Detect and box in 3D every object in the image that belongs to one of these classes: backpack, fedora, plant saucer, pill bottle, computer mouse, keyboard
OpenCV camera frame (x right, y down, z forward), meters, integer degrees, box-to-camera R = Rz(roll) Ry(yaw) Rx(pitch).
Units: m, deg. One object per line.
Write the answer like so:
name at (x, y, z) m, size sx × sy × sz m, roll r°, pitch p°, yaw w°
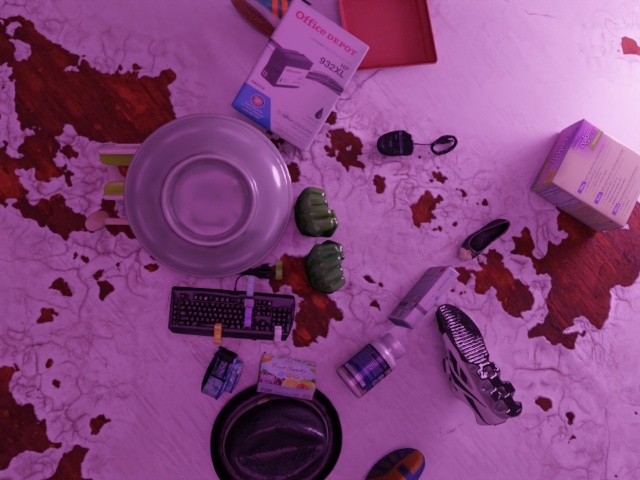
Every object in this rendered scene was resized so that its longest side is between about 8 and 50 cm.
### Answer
backpack at (-0.242, 0.334, 1.341) m, size 0.084 × 0.105 × 0.114 m, roll 27°, pitch 86°, yaw -3°
fedora at (-0.102, 0.500, 1.317) m, size 0.335 × 0.152 × 0.333 m, roll 1°, pitch 84°, yaw -8°
plant saucer at (-0.260, -0.097, 1.273) m, size 0.401 × 0.100 × 0.399 m, roll -1°, pitch 100°, yaw -8°
plant saucer at (0.183, -0.602, 1.534) m, size 0.259 × 0.048 × 0.258 m, roll -8°, pitch 84°, yaw -8°
pill bottle at (0.133, 0.318, 1.399) m, size 0.169 × 0.094 × 0.094 m, roll -38°, pitch 90°, yaw -10°
computer mouse at (0.269, -0.269, 1.517) m, size 0.242 × 0.041 × 0.071 m, roll -2°, pitch 93°, yaw -15°
keyboard at (-0.223, 0.151, 1.402) m, size 0.318 × 0.033 × 0.201 m, roll 5°, pitch 83°, yaw -8°

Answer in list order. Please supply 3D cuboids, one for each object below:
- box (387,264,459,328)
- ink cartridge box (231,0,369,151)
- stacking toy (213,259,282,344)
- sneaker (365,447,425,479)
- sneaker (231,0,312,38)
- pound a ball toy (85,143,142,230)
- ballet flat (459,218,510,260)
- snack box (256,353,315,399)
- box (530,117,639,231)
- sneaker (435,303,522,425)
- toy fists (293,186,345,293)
box at (0.264, 0.145, 1.411) m, size 0.038 × 0.145 × 0.186 m, roll 42°, pitch 79°, yaw -4°
ink cartridge box at (-0.055, -0.414, 1.386) m, size 0.223 × 0.129 × 0.307 m, roll 31°, pitch 97°, yaw -11°
stacking toy at (-0.180, 0.151, 1.367) m, size 0.167 × 0.052 × 0.221 m, roll 3°, pitch 83°, yaw -7°
sneaker at (0.167, 0.661, 1.374) m, size 0.296 × 0.112 × 0.131 m, roll -43°, pitch 108°, yaw -8°
sneaker at (-0.098, -0.610, 1.471) m, size 0.302 × 0.108 × 0.121 m, roll 32°, pitch 80°, yaw -11°
pound a ball toy at (-0.425, -0.140, 1.374) m, size 0.320 × 0.135 × 0.208 m, roll -2°, pitch 109°, yaw -8°
ballet flat at (0.451, -0.006, 1.501) m, size 0.173 × 0.049 × 0.057 m, roll -39°, pitch 89°, yaw -10°
snack box at (-0.084, 0.342, 1.365) m, size 0.141 × 0.100 × 0.037 m, roll 11°, pitch 120°, yaw -7°
box at (0.763, -0.179, 1.530) m, size 0.243 × 0.117 × 0.213 m, roll 31°, pitch 81°, yaw -4°
sneaker at (0.372, 0.330, 1.422) m, size 0.123 × 0.146 × 0.330 m, roll -5°, pitch 58°, yaw -35°
toy fists at (0.000, 0.000, 1.392) m, size 0.096 × 0.142 × 0.278 m, roll -10°, pitch 85°, yaw -9°
